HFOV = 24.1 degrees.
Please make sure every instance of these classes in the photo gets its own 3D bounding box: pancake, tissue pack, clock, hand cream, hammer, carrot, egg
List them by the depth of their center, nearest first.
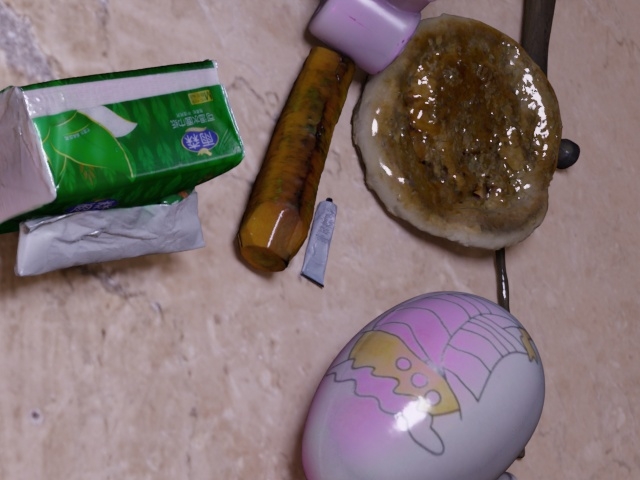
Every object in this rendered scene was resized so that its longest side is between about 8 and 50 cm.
[{"bbox_3d":[-0.185,-0.055,1.259,0.209,0.148,0.156,-14,84,-45],"label":"tissue pack"},{"bbox_3d":[0.094,0.157,1.410,0.271,0.196,0.196,-19,88,-43],"label":"egg"},{"bbox_3d":[-0.021,-0.085,1.481,0.070,0.070,0.260,38,51,-27],"label":"carrot"},{"bbox_3d":[0.000,0.000,1.506,0.030,0.019,0.093,30,64,-34],"label":"hand cream"},{"bbox_3d":[0.123,-0.353,1.524,0.113,0.322,0.295,33,49,-8],"label":"clock"},{"bbox_3d":[0.157,-0.119,1.638,0.282,0.049,0.282,9,73,-31],"label":"pancake"},{"bbox_3d":[0.208,0.095,1.656,0.058,0.029,0.292,8,72,-38],"label":"hammer"},{"bbox_3d":[0.272,-0.305,1.845,0.168,0.044,0.440,31,56,-33],"label":"hammer"}]

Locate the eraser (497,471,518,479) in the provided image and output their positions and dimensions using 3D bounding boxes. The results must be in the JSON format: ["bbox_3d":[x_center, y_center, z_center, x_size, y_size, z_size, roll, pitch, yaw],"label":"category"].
[{"bbox_3d":[0.146,0.397,1.443,0.061,0.089,0.352,35,53,-33],"label":"eraser"}]
